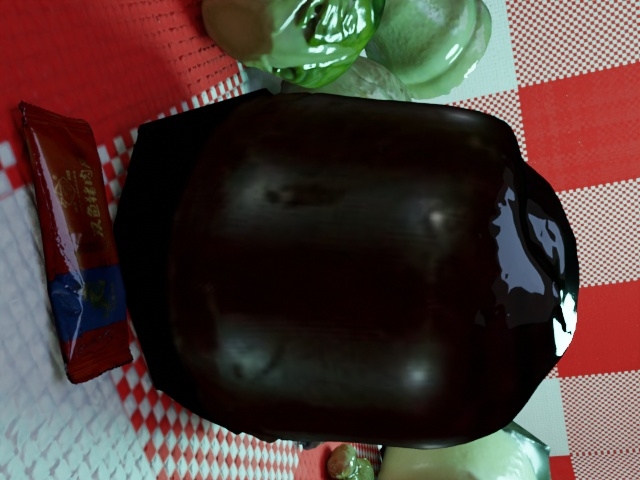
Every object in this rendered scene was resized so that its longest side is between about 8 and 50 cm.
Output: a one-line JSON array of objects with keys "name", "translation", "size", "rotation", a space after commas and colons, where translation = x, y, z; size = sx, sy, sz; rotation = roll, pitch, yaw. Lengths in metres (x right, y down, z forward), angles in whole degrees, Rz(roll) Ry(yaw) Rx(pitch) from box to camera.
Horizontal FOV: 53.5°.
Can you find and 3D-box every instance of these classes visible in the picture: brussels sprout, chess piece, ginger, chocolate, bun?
[{"name": "brussels sprout", "translation": [-0.034, -0.318, 0.839], "size": [0.210, 0.219, 0.271], "rotation": [39, 43, 5]}, {"name": "chess piece", "translation": [0.083, -0.440, 1.069], "size": [0.442, 0.234, 0.234], "rotation": [27, 50, -40]}, {"name": "ginger", "translation": [0.049, 0.409, 0.976], "size": [0.214, 0.058, 0.133], "rotation": [-86, 155, -45]}, {"name": "chocolate", "translation": [0.059, 0.019, 0.601], "size": [0.383, 0.331, 0.384], "rotation": [9, 79, -56]}, {"name": "bun", "translation": [0.064, -0.156, 1.086], "size": [0.361, 0.212, 0.362], "rotation": [-11, 90, -77]}, {"name": "chocolate", "translation": [0.254, 0.488, 1.176], "size": [0.314, 0.326, 0.297], "rotation": [37, 12, 7]}]

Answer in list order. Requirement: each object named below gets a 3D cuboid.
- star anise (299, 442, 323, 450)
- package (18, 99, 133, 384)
[{"name": "star anise", "translation": [0.019, 0.178, 0.905], "size": [0.229, 0.092, 0.237], "rotation": [117, -16, -82]}, {"name": "package", "translation": [-0.179, 0.001, 0.474], "size": [0.083, 0.022, 0.201], "rotation": [-9, 88, -75]}]
